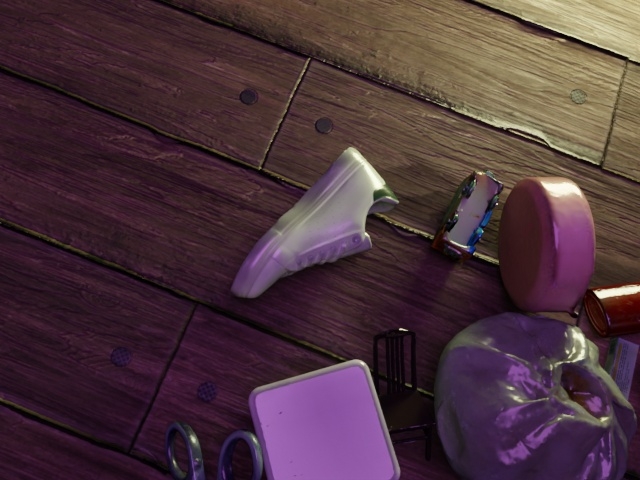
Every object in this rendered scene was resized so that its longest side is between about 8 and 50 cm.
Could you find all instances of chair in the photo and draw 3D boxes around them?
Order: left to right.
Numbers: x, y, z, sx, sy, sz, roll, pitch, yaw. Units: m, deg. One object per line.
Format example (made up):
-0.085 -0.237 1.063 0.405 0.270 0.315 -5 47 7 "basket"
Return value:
0.133 0.256 1.057 0.084 0.213 0.101 -7 31 -8 "chair"

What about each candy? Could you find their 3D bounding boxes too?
0.396 0.014 1.147 0.094 0.255 0.256 1 72 -5 "candy"

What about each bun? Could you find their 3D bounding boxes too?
0.352 0.275 1.050 0.354 0.194 0.355 10 63 -20 "bun"

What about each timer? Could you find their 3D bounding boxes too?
-0.002 0.317 1.038 0.194 0.195 0.193 -14 73 -10 "timer"

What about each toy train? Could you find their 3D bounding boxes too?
0.282 -0.046 1.234 0.072 0.099 0.188 29 71 2 "toy train"

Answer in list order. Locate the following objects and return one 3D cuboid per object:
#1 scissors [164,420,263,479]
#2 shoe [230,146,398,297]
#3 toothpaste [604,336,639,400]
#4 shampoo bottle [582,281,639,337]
-0.168 0.478 0.997 0.029 0.255 0.384 3 82 -44 "scissors"
0.000 0.000 1.184 0.160 0.132 0.363 41 69 3 "shoe"
0.543 0.260 1.188 0.046 0.034 0.164 21 71 2 "toothpaste"
0.640 0.122 1.223 0.260 0.064 0.102 -6 51 -7 "shampoo bottle"
